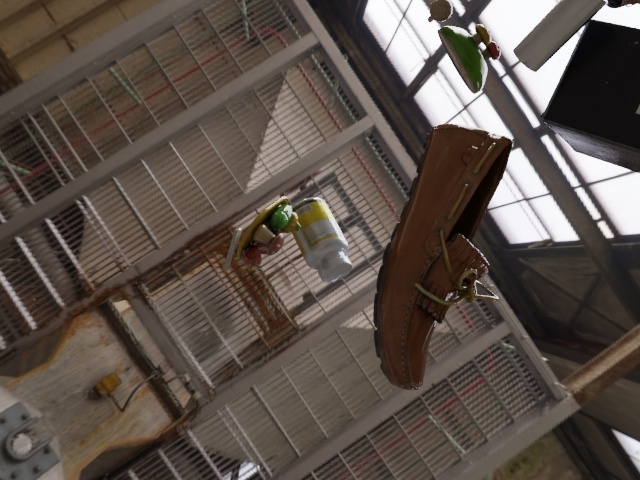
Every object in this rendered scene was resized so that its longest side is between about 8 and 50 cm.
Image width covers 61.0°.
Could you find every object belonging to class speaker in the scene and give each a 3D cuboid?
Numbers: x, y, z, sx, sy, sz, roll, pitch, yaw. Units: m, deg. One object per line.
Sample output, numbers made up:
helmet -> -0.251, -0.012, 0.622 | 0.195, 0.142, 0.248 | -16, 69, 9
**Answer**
speaker -> 0.364, -0.327, 0.835 | 0.055, 0.055, 0.136 | 41, -52, -2

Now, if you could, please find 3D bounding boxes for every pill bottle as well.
pill bottle -> 0.000, 0.000, 1.222 | 0.103, 0.103, 0.184 | -24, -119, -5

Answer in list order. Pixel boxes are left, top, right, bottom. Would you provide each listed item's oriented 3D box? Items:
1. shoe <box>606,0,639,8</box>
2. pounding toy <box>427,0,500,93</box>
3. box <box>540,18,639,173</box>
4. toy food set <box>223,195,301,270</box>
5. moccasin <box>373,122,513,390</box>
shoe -> 0.777, -0.602, 1.342 | 0.178, 0.063, 0.081 | 35, -99, 21
pounding toy -> 0.364, -0.487, 1.326 | 0.110, 0.183, 0.237 | -30, -85, 15
box -> 0.606, -0.204, 0.924 | 0.343, 0.312, 0.179 | 29, -76, 31
toy food set -> -0.101, -0.003, 1.093 | 0.071, 0.218, 0.128 | 33, -54, 9
moccasin -> 0.178, 0.022, 0.755 | 0.147, 0.139, 0.380 | 14, -107, 27
